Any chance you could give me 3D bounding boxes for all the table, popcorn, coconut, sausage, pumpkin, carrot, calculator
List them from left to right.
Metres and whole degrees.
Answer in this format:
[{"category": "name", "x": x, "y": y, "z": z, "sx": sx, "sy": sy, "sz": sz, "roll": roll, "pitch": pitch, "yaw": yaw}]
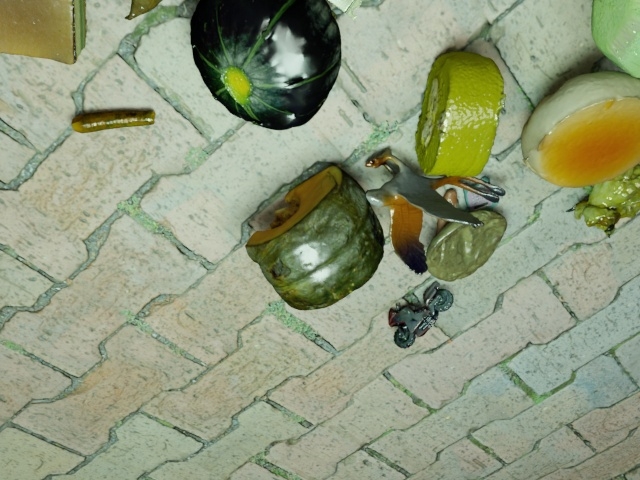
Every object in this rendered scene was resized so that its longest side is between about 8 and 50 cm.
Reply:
[{"category": "carrot", "x": -0.434, "y": -0.252, "z": 1.225, "sx": 0.170, "sy": 0.042, "sz": 0.042, "roll": -5, "pitch": 127, "yaw": -5}, {"category": "pumpkin", "x": -0.087, "y": -0.375, "z": 1.081, "sx": 0.295, "sy": 0.296, "sz": 0.296, "roll": -4, "pitch": 127, "yaw": -6}, {"category": "pumpkin", "x": 0.000, "y": 0.000, "z": 1.339, "sx": 0.256, "sy": 0.303, "sz": 0.225, "roll": -7, "pitch": 131, "yaw": 46}, {"category": "table", "x": 0.045, "y": -0.481, "z": 1.108, "sx": 0.083, "sy": 0.079, "sz": 0.062, "roll": 27, "pitch": 120, "yaw": -27}, {"category": "sausage", "x": 0.323, "y": -0.047, "z": 1.495, "sx": 0.043, "sy": 0.043, "sz": 0.186, "roll": -4, "pitch": 127, "yaw": -6}, {"category": "calculator", "x": 0.408, "y": -0.096, "z": 1.485, "sx": 0.094, "sy": 0.019, "sz": 0.141, "roll": -22, "pitch": 126, "yaw": 3}, {"category": "popcorn", "x": 0.747, "y": -0.105, "z": 1.461, "sx": 0.168, "sy": 0.173, "sz": 0.195, "roll": 12, "pitch": 117, "yaw": -43}, {"category": "coconut", "x": 0.700, "y": -0.461, "z": 1.098, "sx": 0.328, "sy": 0.281, "sz": 0.328, "roll": -4, "pitch": 134, "yaw": -4}]

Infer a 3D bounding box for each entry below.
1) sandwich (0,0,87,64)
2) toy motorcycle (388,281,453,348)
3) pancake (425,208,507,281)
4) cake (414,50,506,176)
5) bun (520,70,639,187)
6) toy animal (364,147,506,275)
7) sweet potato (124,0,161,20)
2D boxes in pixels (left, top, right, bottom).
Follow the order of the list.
[{"category": "sandwich", "x": -0.520, "y": -0.445, "z": 1.028, "sx": 0.186, "sy": 0.108, "sz": 0.220, "roll": 7, "pitch": 127, "yaw": -14}, {"category": "toy motorcycle", "x": 0.275, "y": 0.203, "z": 1.641, "sx": 0.213, "sy": 0.122, "sz": 0.082, "roll": -45, "pitch": 145, "yaw": 8}, {"category": "pancake", "x": 0.378, "y": 0.013, "z": 1.514, "sx": 0.241, "sy": 0.050, "sz": 0.242, "roll": -14, "pitch": 134, "yaw": -16}, {"category": "cake", "x": 0.298, "y": -0.263, "z": 1.244, "sx": 0.156, "sy": 0.179, "sz": 0.261, "roll": -1, "pitch": 127, "yaw": -9}, {"category": "bun", "x": 0.589, "y": -0.261, "z": 1.299, "sx": 0.298, "sy": 0.165, "sz": 0.299, "roll": -3, "pitch": 141, "yaw": -3}, {"category": "toy animal", "x": 0.256, "y": -0.125, "z": 1.347, "sx": 0.302, "sy": 0.284, "sz": 0.225, "roll": 41, "pitch": 144, "yaw": 4}, {"category": "sweet potato", "x": -0.277, "y": -0.514, "z": 1.041, "sx": 0.074, "sy": 0.075, "sz": 0.269, "roll": 20, "pitch": 112, "yaw": -22}]
